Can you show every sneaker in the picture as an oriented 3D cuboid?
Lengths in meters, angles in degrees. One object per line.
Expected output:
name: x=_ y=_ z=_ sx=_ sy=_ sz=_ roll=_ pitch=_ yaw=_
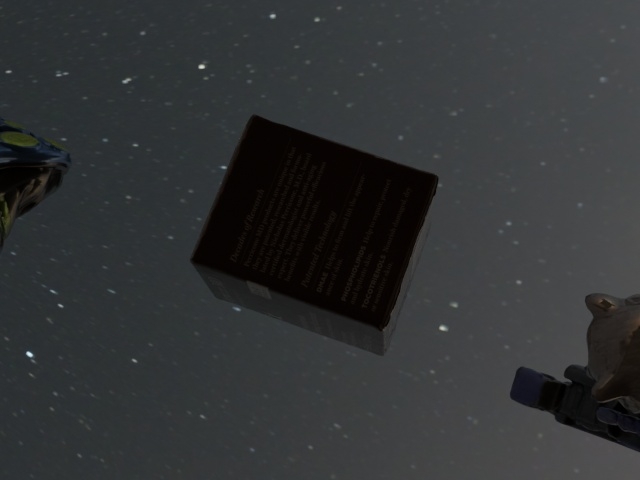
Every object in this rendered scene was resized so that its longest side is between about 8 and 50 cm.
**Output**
sneaker: x=-0.174 y=-0.014 z=0.493 sx=0.067 sy=0.188 sz=0.078 roll=23 pitch=-69 yaw=-1

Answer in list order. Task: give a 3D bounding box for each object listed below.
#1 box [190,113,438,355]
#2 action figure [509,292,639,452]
box: x=0.000 y=0.000 z=1.102 sx=0.203 sy=0.168 sz=0.167 roll=18 pitch=-103 yaw=9
action figure: x=0.293 y=0.079 z=0.743 sx=0.330 sy=0.341 sz=0.178 roll=7 pitch=-87 yaw=-33
